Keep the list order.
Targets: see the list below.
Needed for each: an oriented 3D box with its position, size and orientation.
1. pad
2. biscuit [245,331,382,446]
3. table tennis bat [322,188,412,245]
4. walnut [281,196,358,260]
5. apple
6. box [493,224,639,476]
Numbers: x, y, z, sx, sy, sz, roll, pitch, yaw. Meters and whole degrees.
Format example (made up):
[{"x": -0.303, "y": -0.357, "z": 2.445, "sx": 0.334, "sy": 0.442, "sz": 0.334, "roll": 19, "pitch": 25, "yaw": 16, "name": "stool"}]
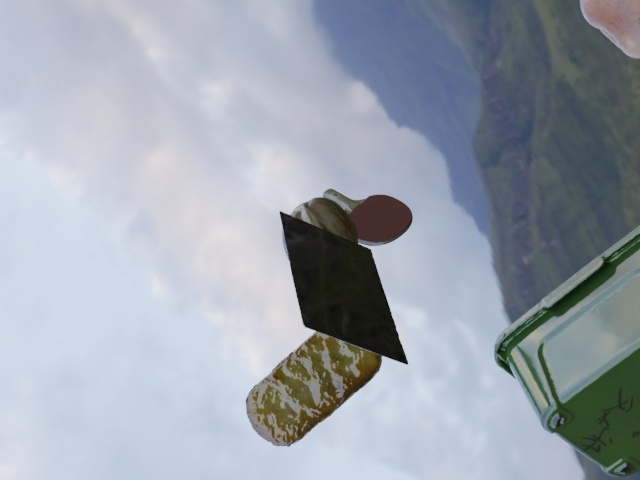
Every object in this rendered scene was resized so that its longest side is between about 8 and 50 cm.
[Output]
[{"x": 0.027, "y": 0.059, "z": 1.451, "sx": 0.163, "sy": 0.004, "sz": 0.243, "roll": 23, "pitch": -150, "yaw": -26, "name": "pad"}, {"x": -0.011, "y": 0.223, "z": 1.723, "sx": 0.118, "sy": 0.247, "sz": 0.029, "roll": 49, "pitch": -174, "yaw": -1, "name": "biscuit"}, {"x": 0.092, "y": -0.058, "z": 2.336, "sx": 0.246, "sy": 0.138, "sz": 0.022, "roll": 31, "pitch": 152, "yaw": 43, "name": "table tennis bat"}, {"x": 0.000, "y": 0.001, "z": 2.021, "sx": 0.140, "sy": 0.140, "sz": 0.162, "roll": -90, "pitch": -17, "yaw": -50, "name": "walnut"}, {"x": 0.675, "y": -0.510, "z": 2.316, "sx": 0.253, "sy": 0.253, "sz": 0.254, "roll": 49, "pitch": -155, "yaw": -33, "name": "apple"}, {"x": 0.431, "y": 0.152, "z": 1.465, "sx": 0.252, "sy": 0.328, "sz": 0.178, "roll": 36, "pitch": -158, "yaw": -28, "name": "box"}]
